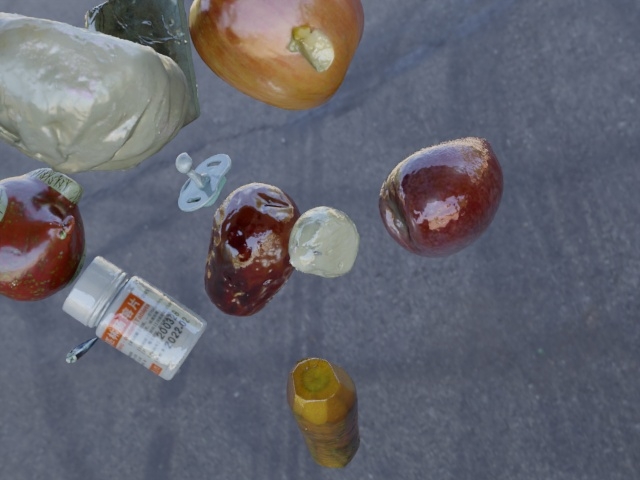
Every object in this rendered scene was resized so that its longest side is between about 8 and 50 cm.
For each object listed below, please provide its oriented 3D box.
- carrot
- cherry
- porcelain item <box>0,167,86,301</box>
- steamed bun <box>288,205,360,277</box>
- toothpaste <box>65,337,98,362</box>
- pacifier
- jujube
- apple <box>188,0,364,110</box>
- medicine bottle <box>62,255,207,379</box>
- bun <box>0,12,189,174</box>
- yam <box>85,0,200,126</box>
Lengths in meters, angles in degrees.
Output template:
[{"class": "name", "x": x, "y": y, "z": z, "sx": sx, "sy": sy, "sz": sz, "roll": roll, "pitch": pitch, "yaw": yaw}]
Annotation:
[{"class": "carrot", "x": 0.011, "y": 0.285, "z": 1.626, "sx": 0.114, "sy": 0.302, "sz": 0.114, "roll": -3, "pitch": 60, "yaw": 6}, {"class": "cherry", "x": 0.234, "y": -0.078, "z": 1.817, "sx": 0.239, "sy": 0.239, "sz": 0.206, "roll": -20, "pitch": 81, "yaw": 14}, {"class": "porcelain item", "x": -0.531, "y": -0.014, "z": 1.865, "sx": 0.253, "sy": 0.253, "sz": 0.253, "roll": -19, "pitch": 39, "yaw": 16}, {"class": "steamed bun", "x": 0.000, "y": 0.000, "z": 1.588, "sx": 0.091, "sy": 0.130, "sz": 0.112, "roll": 15, "pitch": 99, "yaw": 39}, {"class": "toothpaste", "x": -0.411, "y": 0.188, "z": 1.697, "sx": 0.027, "sy": 0.019, "sz": 0.083, "roll": -23, "pitch": 11, "yaw": 25}, {"class": "pacifier", "x": -0.251, "y": -0.130, "z": 1.987, "sx": 0.127, "sy": 0.116, "sz": 0.150, "roll": 0, "pitch": 53, "yaw": 46}, {"class": "jujube", "x": -0.155, "y": 0.025, "z": 2.205, "sx": 0.223, "sy": 0.318, "sz": 0.223, "roll": 15, "pitch": 38, "yaw": -12}, {"class": "apple", "x": -0.050, "y": -0.308, "z": 1.380, "sx": 0.242, "sy": 0.241, "sz": 0.242, "roll": -52, "pitch": 15, "yaw": 20}, {"class": "medicine bottle", "x": -0.353, "y": 0.146, "z": 1.890, "sx": 0.144, "sy": 0.252, "sz": 0.144, "roll": -54, "pitch": 2, "yaw": 2}, {"class": "bun", "x": -0.378, "y": -0.214, "z": 1.487, "sx": 0.365, "sy": 0.365, "sz": 0.219, "roll": 21, "pitch": 98, "yaw": 46}, {"class": "yam", "x": -0.320, "y": -0.311, "z": 1.809, "sx": 0.202, "sy": 0.271, "sz": 0.202, "roll": -16, "pitch": 4, "yaw": -1}]
